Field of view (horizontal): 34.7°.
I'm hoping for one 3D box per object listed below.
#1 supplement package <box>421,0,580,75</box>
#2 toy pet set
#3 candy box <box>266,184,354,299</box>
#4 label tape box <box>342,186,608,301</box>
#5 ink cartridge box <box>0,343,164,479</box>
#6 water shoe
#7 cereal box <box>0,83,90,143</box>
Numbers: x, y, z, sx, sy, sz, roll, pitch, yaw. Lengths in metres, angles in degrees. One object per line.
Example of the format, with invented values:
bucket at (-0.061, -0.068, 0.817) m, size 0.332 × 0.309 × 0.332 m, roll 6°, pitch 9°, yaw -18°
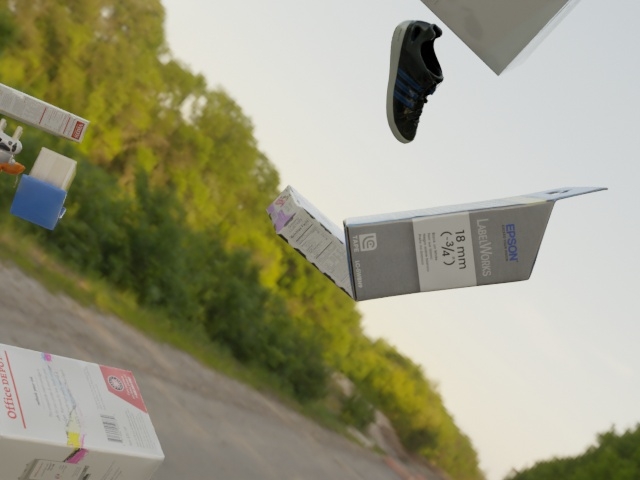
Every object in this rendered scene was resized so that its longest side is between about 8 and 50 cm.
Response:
supplement package at (0.257, -0.374, 1.421) m, size 0.203 × 0.194 × 0.149 m, roll 46°, pitch 28°, yaw 6°
toy pet set at (-0.288, -0.057, 0.947) m, size 0.114 × 0.065 × 0.122 m, roll 23°, pitch -19°, yaw -7°
candy box at (0.000, 0.000, 1.893) m, size 0.196 × 0.070 × 0.165 m, roll 41°, pitch 7°, yaw -18°
label tape box at (0.201, 0.001, 1.388) m, size 0.240 × 0.334 × 0.105 m, roll -70°, pitch 153°, yaw -86°
ink cartridge box at (-0.246, 0.156, 0.881) m, size 0.198 × 0.067 × 0.115 m, roll 20°, pitch 25°, yaw -39°
water shoe at (0.154, -0.250, 1.642) m, size 0.080 × 0.073 × 0.203 m, roll 12°, pitch -65°, yaw 31°
cereal box at (-0.530, -0.236, 1.764) m, size 0.240 × 0.047 × 0.173 m, roll 22°, pitch -1°, yaw -25°
